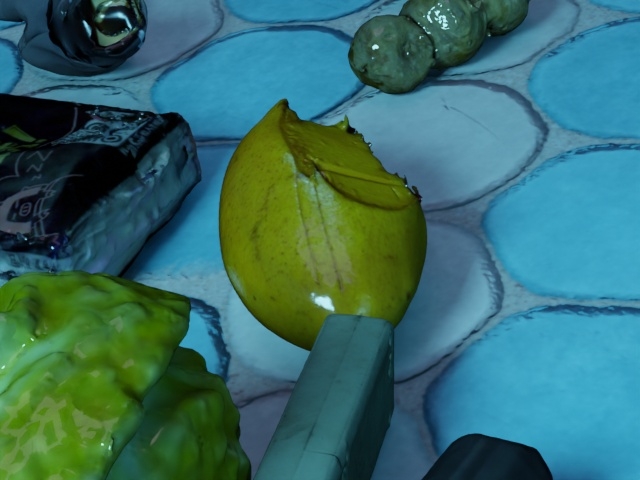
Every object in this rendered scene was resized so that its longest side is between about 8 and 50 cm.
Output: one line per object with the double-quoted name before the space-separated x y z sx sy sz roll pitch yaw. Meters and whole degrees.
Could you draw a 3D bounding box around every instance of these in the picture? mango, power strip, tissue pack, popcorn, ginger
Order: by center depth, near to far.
"popcorn" -0.176 0.160 1.023 0.247 0.282 0.282 0 36 17
"power strip" -0.002 0.155 1.093 0.053 0.093 0.288 7 29 12
"mango" 0.000 0.000 1.325 0.154 0.126 0.252 -7 39 -11
"tissue pack" -0.296 -0.039 1.492 0.332 0.123 0.245 7 35 22
"ginger" 0.115 -0.204 1.625 0.204 0.080 0.104 -33 14 -30

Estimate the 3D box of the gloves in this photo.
"gloves" -0.257 -0.225 1.736 0.142 0.119 0.285 16 9 -22

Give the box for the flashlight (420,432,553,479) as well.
"flashlight" 0.013 0.264 0.960 0.103 0.103 0.424 12 40 33
